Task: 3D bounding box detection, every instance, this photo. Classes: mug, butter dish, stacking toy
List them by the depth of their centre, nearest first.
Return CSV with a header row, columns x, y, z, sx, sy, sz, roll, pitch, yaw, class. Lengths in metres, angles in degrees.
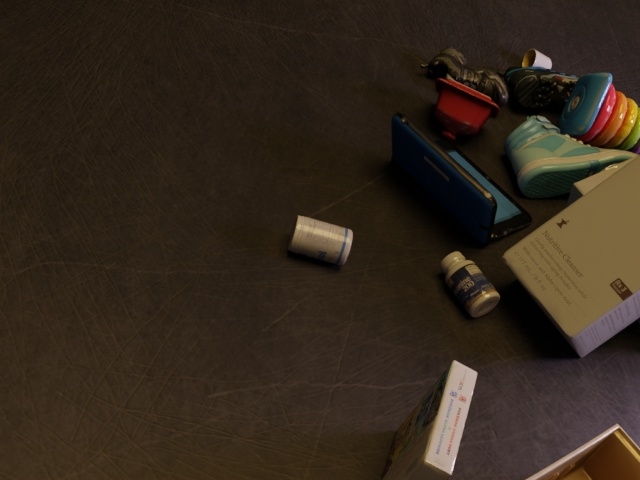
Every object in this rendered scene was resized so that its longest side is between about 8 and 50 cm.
x,y,z,sx,sy,sz,roll,pitch,yaw,class
0.319,-0.288,1.929,0.160,0.118,0.160,26,2,7,butter dish
0.742,-0.272,2.030,0.302,0.166,0.175,23,2,-10,stacking toy
0.590,-0.485,2.272,0.064,0.062,0.078,14,49,-20,mug

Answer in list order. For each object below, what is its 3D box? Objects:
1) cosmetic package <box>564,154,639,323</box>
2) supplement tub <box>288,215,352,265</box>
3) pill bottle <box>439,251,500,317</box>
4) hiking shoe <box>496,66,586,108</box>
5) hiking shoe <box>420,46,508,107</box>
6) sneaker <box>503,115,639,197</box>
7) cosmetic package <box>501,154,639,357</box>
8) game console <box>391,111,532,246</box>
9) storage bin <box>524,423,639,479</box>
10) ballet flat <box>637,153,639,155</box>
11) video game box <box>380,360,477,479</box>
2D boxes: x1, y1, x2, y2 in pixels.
x,y,z,sx,sy,sz,roll,pitch,yaw,class
0.679,0.018,1.694,0.197,0.155,0.365,-21,56,-12,cosmetic package
0.000,0.000,1.536,0.107,0.071,0.071,15,43,-6,supplement tub
0.277,0.080,1.571,0.067,0.067,0.120,-12,53,-31,pill bottle
0.613,-0.399,2.157,0.304,0.113,0.132,7,34,-26,hiking shoe
0.356,-0.385,2.072,0.114,0.086,0.227,-36,61,-28,hiking shoe
0.572,-0.211,1.927,0.319,0.127,0.208,-3,49,-18,sneaker
0.562,0.011,1.537,0.217,0.385,0.156,55,8,32,cosmetic package
0.302,-0.148,1.743,0.173,0.250,0.293,-37,65,-14,game console
0.417,0.449,1.220,0.262,0.123,0.260,-17,55,-35,storage bin
0.781,-0.281,2.139,0.074,0.074,0.203,-8,57,-28,ballet flat
0.145,0.300,1.199,0.048,0.205,0.187,26,43,-1,video game box
